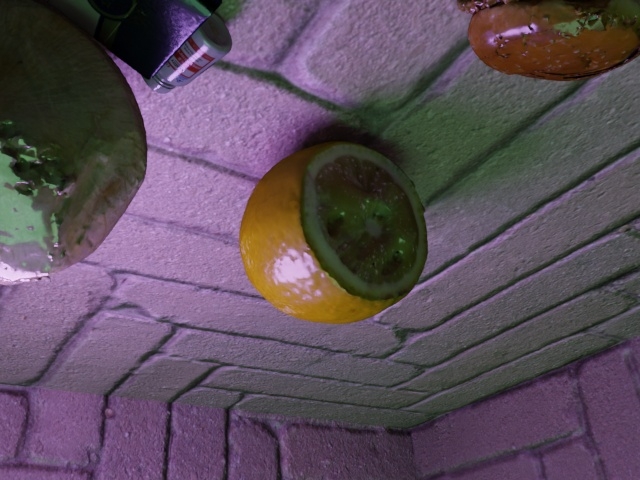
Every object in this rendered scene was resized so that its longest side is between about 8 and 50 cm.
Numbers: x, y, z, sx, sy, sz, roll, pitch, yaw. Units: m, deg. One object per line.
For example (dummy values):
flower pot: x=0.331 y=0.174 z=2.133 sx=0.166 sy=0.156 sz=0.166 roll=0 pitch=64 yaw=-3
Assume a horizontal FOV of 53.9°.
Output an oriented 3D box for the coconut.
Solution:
coconut: x=-0.424 y=-0.128 z=0.827 sx=0.404 sy=0.405 sz=0.405 roll=-3 pitch=149 yaw=-2

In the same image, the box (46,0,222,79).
box: x=-0.274 y=-0.345 z=0.808 sx=0.259 sy=0.071 sz=0.168 roll=37 pitch=131 yaw=-27

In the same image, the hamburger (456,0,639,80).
hamburger: x=0.299 y=-0.323 z=0.812 sx=0.245 sy=0.212 sz=0.260 roll=-2 pitch=174 yaw=10

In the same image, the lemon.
lemon: x=0.000 y=0.000 z=1.222 sx=0.364 sy=0.364 sz=0.364 roll=-3 pitch=149 yaw=-2

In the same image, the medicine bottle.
medicine bottle: x=-0.209 y=-0.285 z=0.961 sx=0.140 sy=0.079 sz=0.079 roll=-26 pitch=143 yaw=31
